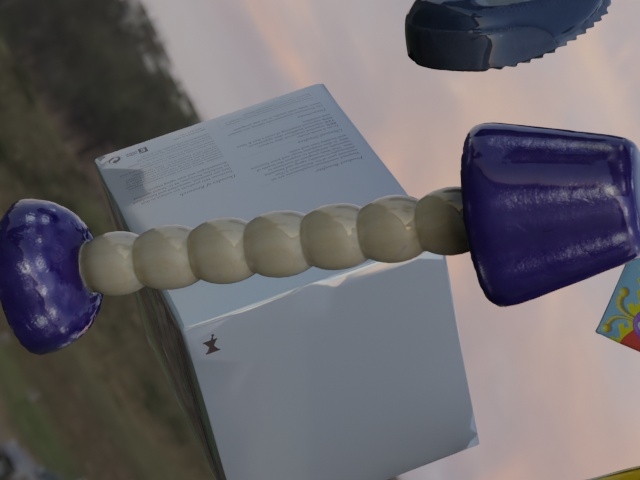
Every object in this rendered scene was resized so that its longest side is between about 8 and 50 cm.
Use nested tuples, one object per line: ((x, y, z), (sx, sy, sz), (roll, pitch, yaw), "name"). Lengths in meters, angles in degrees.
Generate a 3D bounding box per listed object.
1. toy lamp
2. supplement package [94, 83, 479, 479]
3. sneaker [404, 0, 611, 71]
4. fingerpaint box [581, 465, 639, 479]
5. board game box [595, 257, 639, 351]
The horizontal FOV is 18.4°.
((0.000, 0.000, 0.834), (0.080, 0.274, 0.080), (-9, 90, -73), "toy lamp")
((-0.029, 0.045, 1.514), (0.263, 0.199, 0.198), (-124, -163, -54), "supplement package")
((0.160, -0.222, 1.264), (0.112, 0.319, 0.131), (19, -46, 38), "sneaker")
((0.277, 0.433, 1.380), (0.371, 0.163, 0.445), (-116, -160, -45), "fingerpaint box")
((0.361, 0.049, 1.450), (0.275, 0.144, 0.142), (23, 13, 11), "board game box")
